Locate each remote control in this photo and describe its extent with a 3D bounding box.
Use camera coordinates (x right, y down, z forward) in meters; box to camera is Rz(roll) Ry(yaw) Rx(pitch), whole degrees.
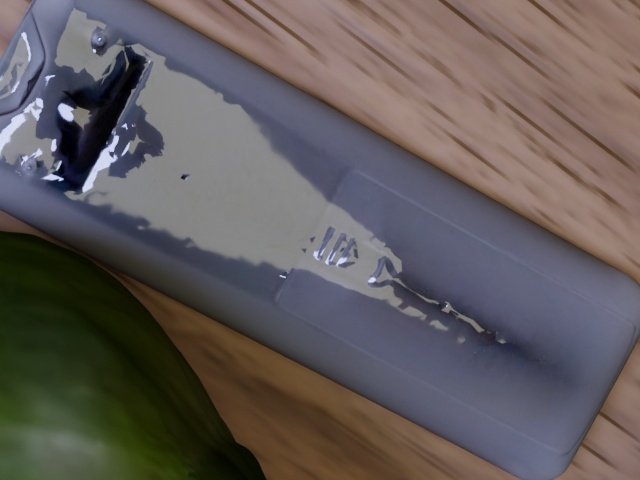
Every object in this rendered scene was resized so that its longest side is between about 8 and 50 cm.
[{"bbox_3d":[0.000,0.000,0.614,0.313,0.055,0.109,28,91,-13],"label":"remote control"}]

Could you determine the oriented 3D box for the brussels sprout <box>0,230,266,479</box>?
[{"bbox_3d":[-0.124,0.180,0.495,0.276,0.315,0.371,-22,112,-2],"label":"brussels sprout"}]
